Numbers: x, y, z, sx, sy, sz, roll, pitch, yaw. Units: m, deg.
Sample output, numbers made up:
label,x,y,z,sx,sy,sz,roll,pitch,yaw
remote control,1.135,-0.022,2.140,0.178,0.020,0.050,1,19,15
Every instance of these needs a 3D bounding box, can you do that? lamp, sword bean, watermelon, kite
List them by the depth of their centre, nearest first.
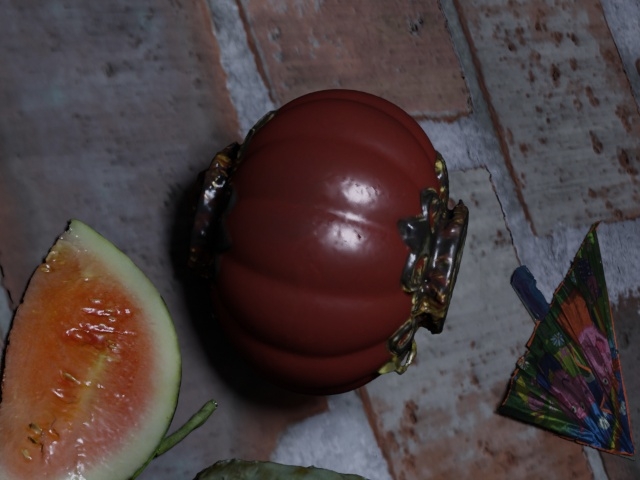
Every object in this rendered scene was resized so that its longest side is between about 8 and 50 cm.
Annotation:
label,x,y,z,sx,sy,sz,roll,pitch,yaw
watermelon,-0.158,0.094,1.276,0.119,0.063,0.245,31,49,-22
sword bean,-0.096,0.134,1.364,0.083,0.012,0.012,-36,101,-55
lamp,0.000,0.000,1.402,0.227,0.227,0.227,27,53,-42
kite,0.249,0.113,1.809,0.234,0.016,0.321,56,38,-16

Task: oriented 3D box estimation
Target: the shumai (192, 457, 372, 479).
label,x,y,z,sx,sy,sz,roll,pitch,yaw
shumai,-0.012,0.208,1.340,0.184,0.184,0.142,61,13,-10
